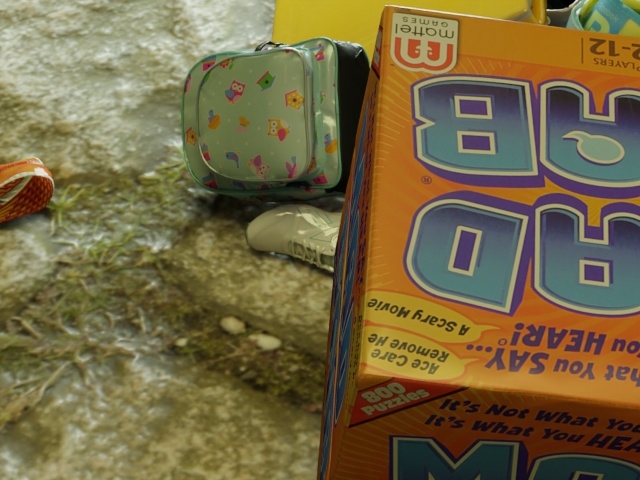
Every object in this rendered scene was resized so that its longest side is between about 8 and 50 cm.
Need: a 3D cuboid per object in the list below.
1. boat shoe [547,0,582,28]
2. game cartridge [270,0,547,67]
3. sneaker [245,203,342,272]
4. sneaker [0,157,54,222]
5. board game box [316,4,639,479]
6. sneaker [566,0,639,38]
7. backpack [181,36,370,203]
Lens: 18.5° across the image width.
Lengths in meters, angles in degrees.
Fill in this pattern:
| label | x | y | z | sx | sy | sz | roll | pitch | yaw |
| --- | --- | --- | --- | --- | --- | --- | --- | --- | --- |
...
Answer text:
| label | x | y | z | sx | sy | sz | roll | pitch | yaw |
| --- | --- | --- | --- | --- | --- | --- | --- | --- | --- |
| boat shoe | 0.180 | -0.300 | 2.204 | 0.117 | 0.096 | 0.324 | -30 | 52 | -23 |
| game cartridge | 0.090 | -0.258 | 2.105 | 0.324 | 0.052 | 0.285 | -23 | 40 | 27 |
| sneaker | 0.000 | 0.000 | 1.961 | 0.152 | 0.053 | 0.061 | 0 | 49 | 2 |
| sneaker | -0.362 | -0.041 | 2.028 | 0.175 | 0.064 | 0.067 | -12 | 27 | -15 |
| board game box | 0.193 | 0.075 | 1.611 | 0.356 | 0.356 | 0.356 | 7 | 54 | -3 |
| sneaker | 0.234 | -0.144 | 1.976 | 0.319 | 0.208 | 0.127 | -26 | 54 | -20 |
| backpack | -0.053 | -0.119 | 1.982 | 0.188 | 0.165 | 0.144 | -4 | -1 | 34 |
